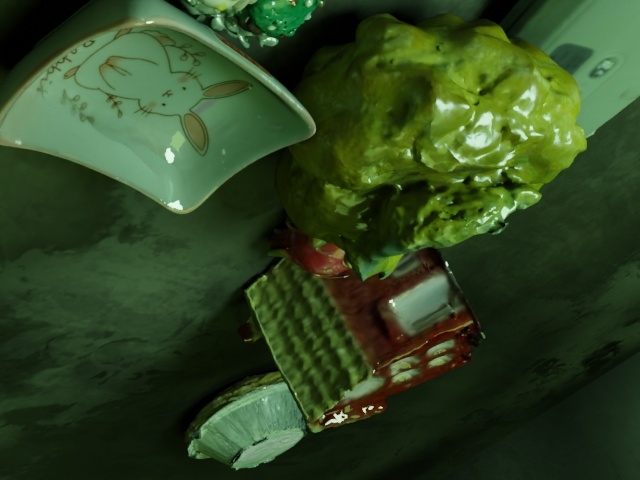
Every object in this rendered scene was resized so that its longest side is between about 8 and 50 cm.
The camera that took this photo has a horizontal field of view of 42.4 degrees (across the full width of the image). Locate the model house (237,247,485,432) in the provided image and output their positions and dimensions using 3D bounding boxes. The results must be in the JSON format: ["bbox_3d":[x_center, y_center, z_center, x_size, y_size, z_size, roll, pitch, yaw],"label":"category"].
[{"bbox_3d":[0.038,0.103,0.989,0.254,0.196,0.160,-27,154,-2],"label":"model house"}]

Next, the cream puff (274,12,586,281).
[{"bbox_3d":[0.094,-0.064,0.731,0.282,0.185,0.282,-5,146,-3],"label":"cream puff"}]

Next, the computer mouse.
[{"bbox_3d":[0.258,-0.199,0.795,0.197,0.095,0.331,10,145,-29],"label":"computer mouse"}]

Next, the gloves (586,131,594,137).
[{"bbox_3d":[0.320,-0.140,1.014,0.081,0.037,0.044,-59,176,35],"label":"gloves"}]

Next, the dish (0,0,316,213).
[{"bbox_3d":[-0.120,-0.108,0.606,0.151,0.077,0.212,-30,153,22],"label":"dish"}]

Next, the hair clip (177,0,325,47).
[{"bbox_3d":[-0.075,-0.202,0.491,0.138,0.091,0.321,-35,150,18],"label":"hair clip"}]

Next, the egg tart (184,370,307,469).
[{"bbox_3d":[-0.096,0.287,1.282,0.234,0.094,0.234,-24,153,-13],"label":"egg tart"}]

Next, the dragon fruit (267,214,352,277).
[{"bbox_3d":[-0.002,-0.001,0.906,0.116,0.081,0.086,1,157,7],"label":"dragon fruit"}]
